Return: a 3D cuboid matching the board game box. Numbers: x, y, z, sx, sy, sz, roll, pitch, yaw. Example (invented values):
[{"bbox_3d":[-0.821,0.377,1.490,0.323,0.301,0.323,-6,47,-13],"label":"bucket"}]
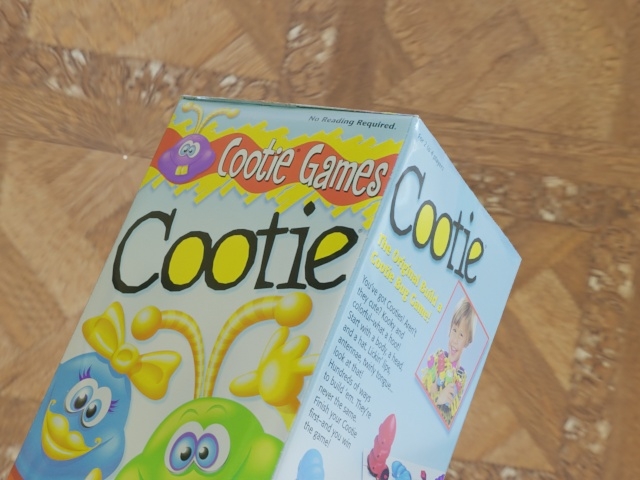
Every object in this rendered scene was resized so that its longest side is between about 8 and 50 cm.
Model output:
[{"bbox_3d":[-0.032,0.087,0.740,0.142,0.144,0.275,9,66,33],"label":"board game box"}]
